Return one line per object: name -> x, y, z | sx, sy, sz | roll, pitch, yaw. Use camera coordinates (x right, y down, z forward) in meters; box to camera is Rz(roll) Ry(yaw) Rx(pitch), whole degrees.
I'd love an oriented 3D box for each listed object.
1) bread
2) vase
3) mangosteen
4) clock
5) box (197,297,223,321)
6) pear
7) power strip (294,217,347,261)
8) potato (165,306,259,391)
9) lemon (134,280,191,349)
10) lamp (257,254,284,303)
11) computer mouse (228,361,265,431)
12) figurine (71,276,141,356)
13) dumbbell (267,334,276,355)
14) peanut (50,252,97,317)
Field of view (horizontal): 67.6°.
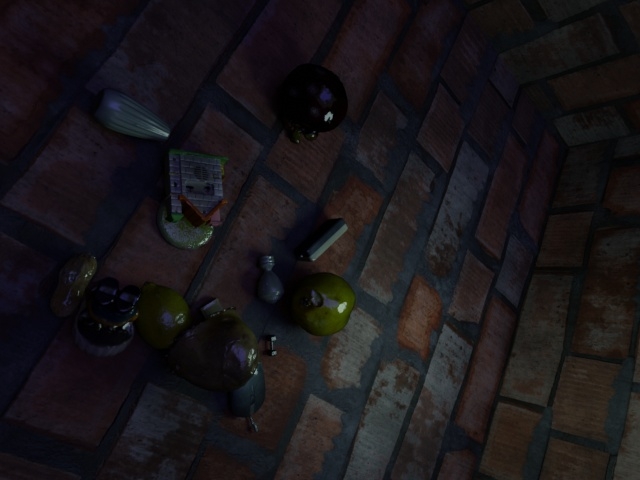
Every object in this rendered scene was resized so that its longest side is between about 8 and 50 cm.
bread -> -0.479, -0.077, 1.737 | 0.228, 0.033, 0.228 | 4, 83, -37
vase -> -0.623, -0.407, 1.597 | 0.248, 0.128, 0.128 | 22, 74, -43
mangosteen -> -0.039, -0.567, 1.949 | 0.293, 0.297, 0.297 | -25, 105, 4
clock -> -0.442, -0.176, 1.696 | 0.220, 0.106, 0.255 | 3, 75, -37
box -> -0.402, 0.267, 1.774 | 0.079, 0.035, 0.083 | -32, 107, -34
pear -> 0.011, 0.260, 1.960 | 0.321, 0.269, 0.269 | 6, 84, -55
power strip -> 0.000, 0.000, 2.050 | 0.257, 0.105, 0.070 | -41, 111, -30
potato -> -0.336, 0.403, 1.612 | 0.237, 0.289, 0.301 | 45, 48, 18
lemon -> -0.526, 0.250, 1.590 | 0.184, 0.184, 0.248 | -25, 106, -35
lamp -> -0.203, 0.154, 1.898 | 0.106, 0.106, 0.193 | -1, 79, -37
computer mouse -> -0.275, 0.562, 1.825 | 0.167, 0.090, 0.379 | -18, 100, -35
figurine -> -0.638, 0.238, 1.420 | 0.185, 0.332, 0.204 | 26, 66, -16
dumbbell -> -0.196, 0.422, 1.921 | 0.036, 0.040, 0.083 | 1, 86, -68
peanut -> -0.767, 0.135, 1.477 | 0.099, 0.099, 0.214 | 25, 79, -33
